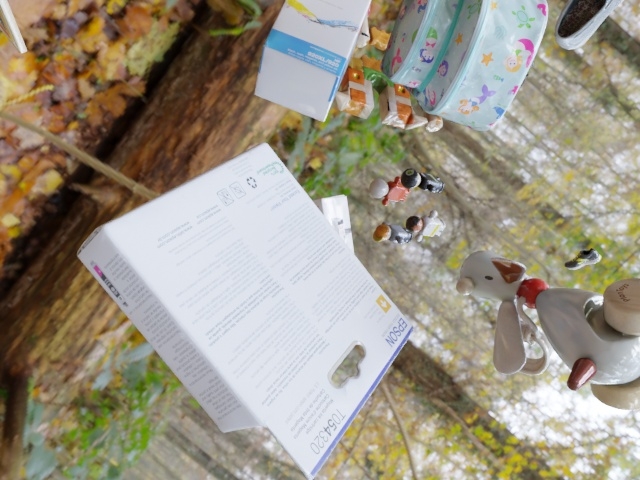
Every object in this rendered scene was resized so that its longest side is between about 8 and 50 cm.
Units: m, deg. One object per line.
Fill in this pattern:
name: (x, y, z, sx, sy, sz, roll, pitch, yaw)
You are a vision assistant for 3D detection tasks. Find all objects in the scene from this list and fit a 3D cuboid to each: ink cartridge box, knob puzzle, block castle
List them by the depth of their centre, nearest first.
ink cartridge box: (-0.062, 0.066, 0.823, 0.071, 0.330, 0.324, -37, -178, 35)
knob puzzle: (-0.461, -0.355, 0.886, 0.030, 0.213, 0.213, -35, 179, -20)
ink cartridge box: (0.000, 0.000, 1.119, 0.056, 0.135, 0.099, -9, -178, -40)
ink cartridge box: (-0.016, -0.415, 1.478, 0.171, 0.168, 0.233, 115, -4, -64)
block castle: (0.217, -0.515, 1.991, 0.303, 0.453, 0.213, 131, -36, -50)

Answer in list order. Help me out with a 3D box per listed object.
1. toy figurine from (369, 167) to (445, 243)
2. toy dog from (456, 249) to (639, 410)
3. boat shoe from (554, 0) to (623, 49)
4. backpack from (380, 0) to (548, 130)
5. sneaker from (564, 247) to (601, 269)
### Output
toy figurine: (0.250, -0.097, 2.038, 0.213, 0.148, 0.210, -10, -103, 49)
toy dog: (0.295, 0.116, 0.920, 0.161, 0.220, 0.333, -20, -172, -29)
boat shoe: (0.508, -0.451, 1.252, 0.227, 0.079, 0.081, -56, 161, 20)
backpack: (0.204, -0.282, 0.991, 0.253, 0.191, 0.225, -107, -144, -60)
sneaker: (0.596, 0.039, 1.585, 0.083, 0.035, 0.031, -23, -159, 33)
